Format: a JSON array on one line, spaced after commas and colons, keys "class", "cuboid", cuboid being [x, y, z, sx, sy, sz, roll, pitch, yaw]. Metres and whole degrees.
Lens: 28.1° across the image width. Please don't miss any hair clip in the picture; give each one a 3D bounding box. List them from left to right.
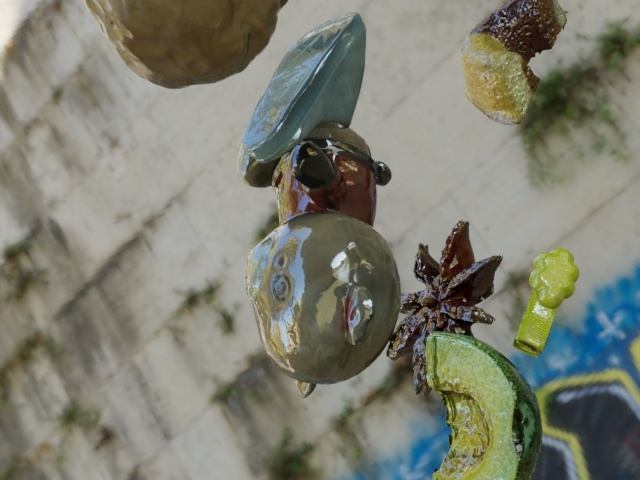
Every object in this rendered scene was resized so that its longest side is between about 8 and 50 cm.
[{"class": "hair clip", "cuboid": [0.332, 0.084, 1.893, 0.173, 0.072, 0.046, -62, -3, -21]}]

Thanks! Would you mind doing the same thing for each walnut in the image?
[{"class": "walnut", "cuboid": [-0.219, -0.421, 1.984, 0.383, 0.384, 0.383, -28, -21, -12]}]

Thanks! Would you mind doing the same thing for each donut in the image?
[{"class": "donut", "cuboid": [0.325, -0.346, 2.288, 0.295, 0.151, 0.112, -60, -40, -33]}]

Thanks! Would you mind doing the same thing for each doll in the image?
[{"class": "doll", "cuboid": [0.000, 0.000, 1.407, 0.174, 0.330, 0.235, 6, -27, -20]}]

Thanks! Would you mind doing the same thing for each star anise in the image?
[{"class": "star anise", "cuboid": [0.193, 0.106, 1.988, 0.088, 0.288, 0.288, 16, -48, -35]}]

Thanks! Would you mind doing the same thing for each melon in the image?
[{"class": "melon", "cuboid": [0.242, 0.254, 1.727, 0.129, 0.265, 0.169, 4, -8, -39]}]

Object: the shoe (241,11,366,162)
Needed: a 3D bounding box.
[{"class": "shoe", "cuboid": [-0.005, -0.137, 1.249, 0.079, 0.078, 0.195, -7, 41, 45]}]
